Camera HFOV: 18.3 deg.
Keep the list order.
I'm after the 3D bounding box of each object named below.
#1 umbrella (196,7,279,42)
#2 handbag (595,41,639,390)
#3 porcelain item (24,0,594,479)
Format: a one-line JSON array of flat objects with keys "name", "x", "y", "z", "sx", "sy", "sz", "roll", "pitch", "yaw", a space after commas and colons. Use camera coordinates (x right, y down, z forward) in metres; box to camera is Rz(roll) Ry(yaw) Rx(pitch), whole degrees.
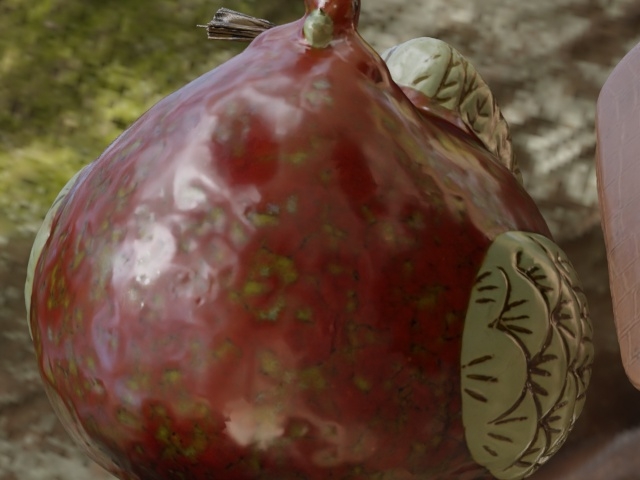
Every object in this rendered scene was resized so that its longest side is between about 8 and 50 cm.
[{"name": "umbrella", "x": -0.039, "y": -0.129, "z": 1.230, "sx": 0.031, "sy": 0.083, "sz": 0.020, "roll": -23, "pitch": -55, "yaw": -69}, {"name": "handbag", "x": 0.169, "y": -0.028, "z": 0.691, "sx": 0.072, "sy": 0.151, "sz": 0.193, "roll": 33, "pitch": -149, "yaw": -19}, {"name": "porcelain item", "x": 0.000, "y": 0.000, "z": 0.826, "sx": 0.253, "sy": 0.253, "sz": 0.253, "roll": -22, "pitch": -60, "yaw": -45}]
